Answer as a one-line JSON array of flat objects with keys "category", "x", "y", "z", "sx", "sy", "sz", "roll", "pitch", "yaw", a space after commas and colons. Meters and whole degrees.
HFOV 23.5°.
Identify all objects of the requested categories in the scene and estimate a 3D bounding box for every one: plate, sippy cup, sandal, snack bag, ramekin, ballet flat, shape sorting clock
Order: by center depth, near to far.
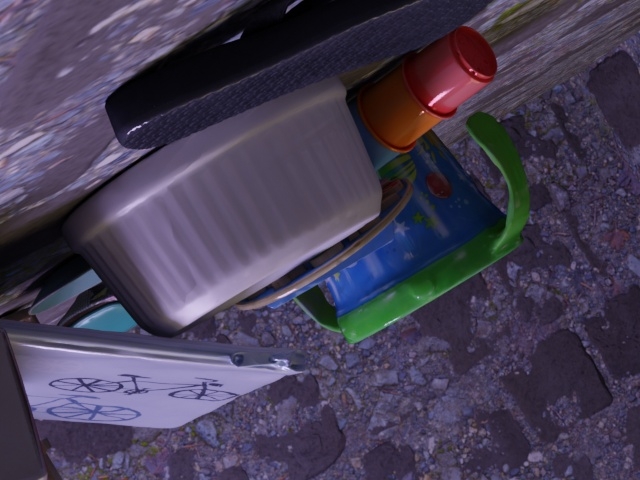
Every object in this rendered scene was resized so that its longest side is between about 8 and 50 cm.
[{"category": "sandal", "x": -0.009, "y": -0.126, "z": 0.897, "sx": 0.255, "sy": 0.054, "sz": 0.097, "roll": -21, "pitch": 171, "yaw": -1}, {"category": "ramekin", "x": -0.071, "y": -0.023, "z": 1.294, "sx": 0.273, "sy": 0.127, "sz": 0.273, "roll": -31, "pitch": 179, "yaw": -1}, {"category": "snack bag", "x": -0.223, "y": 0.114, "z": 1.342, "sx": 0.323, "sy": 0.037, "sz": 0.342, "roll": 9, "pitch": 162, "yaw": -24}, {"category": "shape sorting clock", "x": 0.000, "y": 0.000, "z": 1.475, "sx": 0.206, "sy": 0.040, "sz": 0.206, "roll": -29, "pitch": -168, "yaw": 7}, {"category": "plate", "x": -0.224, "y": 0.021, "z": 1.594, "sx": 0.188, "sy": 0.024, "sz": 0.188, "roll": -31, "pitch": 177, "yaw": -2}, {"category": "ballet flat", "x": -0.207, "y": 0.049, "z": 1.717, "sx": 0.221, "sy": 0.079, "sz": 0.077, "roll": -27, "pitch": 150, "yaw": 23}, {"category": "sippy cup", "x": 0.075, "y": -0.035, "z": 1.740, "sx": 0.305, "sy": 0.224, "sz": 0.240, "roll": -31, "pitch": 179, "yaw": 2}]

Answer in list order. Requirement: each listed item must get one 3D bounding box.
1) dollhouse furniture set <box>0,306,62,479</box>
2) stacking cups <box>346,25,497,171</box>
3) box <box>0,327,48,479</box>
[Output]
[{"category": "dollhouse furniture set", "x": -0.348, "y": 0.286, "z": 1.604, "sx": 0.174, "sy": 0.355, "sz": 0.303, "roll": -31, "pitch": 179, "yaw": 23}, {"category": "stacking cups", "x": 0.040, "y": -0.111, "z": 1.544, "sx": 0.316, "sy": 0.096, "sz": 0.096, "roll": -39, "pitch": 174, "yaw": 37}, {"category": "box", "x": -0.298, "y": 0.182, "z": 1.188, "sx": 0.149, "sy": 0.126, "sz": 0.232, "roll": -14, "pitch": 156, "yaw": -18}]
